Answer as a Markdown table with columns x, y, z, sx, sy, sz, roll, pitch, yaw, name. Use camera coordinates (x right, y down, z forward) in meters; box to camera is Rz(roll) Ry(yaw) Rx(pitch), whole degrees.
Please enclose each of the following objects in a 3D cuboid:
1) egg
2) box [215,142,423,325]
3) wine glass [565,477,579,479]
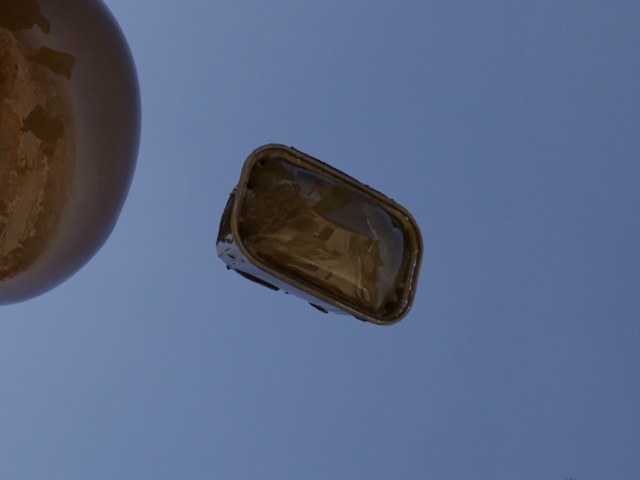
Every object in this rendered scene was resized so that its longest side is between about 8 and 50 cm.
| x | y | z | sx | sy | sz | roll | pitch | yaw | name |
| --- | --- | --- | --- | --- | --- | --- | --- | --- | --- |
| -0.333 | -0.110 | 1.545 | 0.301 | 0.301 | 0.373 | 14 | -71 | 11 | egg |
| 0.000 | 0.000 | 1.196 | 0.177 | 0.111 | 0.111 | 25 | -54 | -27 | box |
| 0.341 | 0.155 | 1.112 | 0.321 | 0.143 | 0.143 | -35 | -77 | 14 | wine glass |
